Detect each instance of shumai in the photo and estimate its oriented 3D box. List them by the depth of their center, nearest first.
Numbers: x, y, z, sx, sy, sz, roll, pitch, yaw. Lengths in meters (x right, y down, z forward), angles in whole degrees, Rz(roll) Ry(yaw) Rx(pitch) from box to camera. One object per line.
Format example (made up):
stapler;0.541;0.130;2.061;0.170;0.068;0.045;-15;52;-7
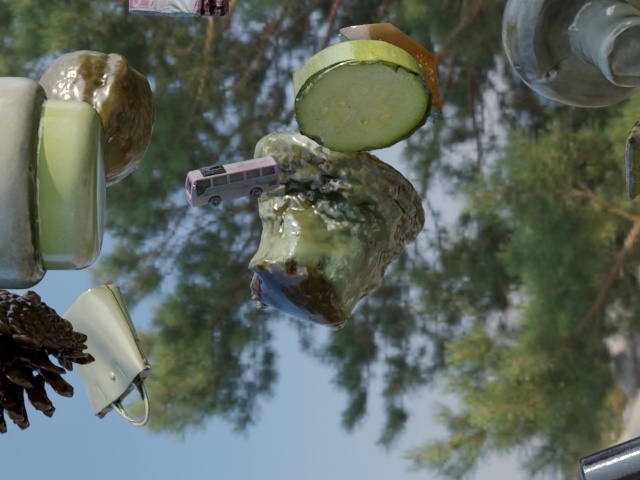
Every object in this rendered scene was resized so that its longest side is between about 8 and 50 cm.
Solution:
shumai;0.000;0.000;1.847;0.397;0.324;0.323;51;-126;-54

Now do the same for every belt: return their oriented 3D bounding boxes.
belt;-0.301;-0.492;2.014;0.071;0.232;0.053;-11;-73;-65

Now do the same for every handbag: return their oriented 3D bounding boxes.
handbag;-0.468;0.271;2.131;0.109;0.241;0.315;-2;-121;-44

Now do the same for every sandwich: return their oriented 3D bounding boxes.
sandwich;0.149;-0.334;1.807;0.096;0.258;0.094;-50;-8;1

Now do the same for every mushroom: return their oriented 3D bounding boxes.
mushroom;0.367;-0.273;1.270;0.243;0.244;0.243;-2;-90;-77

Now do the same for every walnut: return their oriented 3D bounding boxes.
walnut;-0.432;-0.225;1.829;0.227;0.283;0.283;27;-127;-30

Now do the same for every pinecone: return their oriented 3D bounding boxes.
pinecone;-0.534;0.205;1.640;0.264;0.264;0.264;-2;-90;-77

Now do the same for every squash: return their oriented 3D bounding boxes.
squash;0.063;-0.242;1.486;0.220;0.220;0.133;62;-157;-62

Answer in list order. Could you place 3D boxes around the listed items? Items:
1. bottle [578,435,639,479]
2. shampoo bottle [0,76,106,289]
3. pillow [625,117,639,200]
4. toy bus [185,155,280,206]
bottle;0.477;0.290;1.307;0.072;0.244;0.082;60;-165;-17
shampoo bottle;-0.489;-0.088;1.466;0.322;0.317;0.322;-177;90;-82
pillow;0.391;-0.144;1.043;0.203;0.038;0.113;-46;-35;-15
toy bus;-0.122;-0.082;1.344;0.037;0.131;0.052;-126;28;-53
